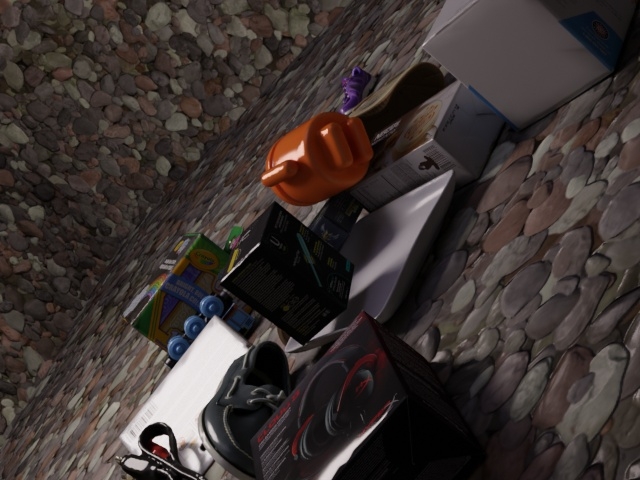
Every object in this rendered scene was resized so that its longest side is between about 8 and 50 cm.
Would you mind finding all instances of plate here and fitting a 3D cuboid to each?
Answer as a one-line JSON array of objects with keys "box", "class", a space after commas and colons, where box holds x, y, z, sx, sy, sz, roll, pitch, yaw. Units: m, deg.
[{"box": [0.082, 0.045, 1.567, 0.277, 0.045, 0.278, -27, 28, 56], "class": "plate"}]

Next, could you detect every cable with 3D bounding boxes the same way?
[{"box": [-0.228, 0.366, 1.643, 0.287, 0.072, 0.139, 6, 49, 46], "class": "cable"}]

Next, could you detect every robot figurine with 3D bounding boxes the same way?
[{"box": [-0.004, -0.128, 1.690, 0.219, 0.128, 0.158, -24, 35, 54], "class": "robot figurine"}]

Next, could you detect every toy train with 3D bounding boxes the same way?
[{"box": [-0.209, 0.182, 1.970, 0.184, 0.105, 0.080, -52, 6, -6], "class": "toy train"}]

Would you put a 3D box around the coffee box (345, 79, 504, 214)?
[{"box": [0.162, -0.136, 1.654, 0.246, 0.098, 0.141, -28, 27, 56], "class": "coffee box"}]

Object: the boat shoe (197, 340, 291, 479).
[{"box": [-0.097, 0.234, 1.508, 0.099, 0.116, 0.319, -52, 9, 13], "class": "boat shoe"}]

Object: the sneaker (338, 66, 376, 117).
[{"box": [0.071, -0.344, 2.466, 0.068, 0.071, 0.170, -37, 21, 43], "class": "sneaker"}]

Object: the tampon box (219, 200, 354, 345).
[{"box": [-0.047, 0.048, 1.538, 0.101, 0.161, 0.120, -43, 17, 29], "class": "tampon box"}]

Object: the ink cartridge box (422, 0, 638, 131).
[{"box": [0.315, -0.342, 1.510, 0.197, 0.198, 0.270, -34, 22, 50], "class": "ink cartridge box"}]

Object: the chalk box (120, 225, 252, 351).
[{"box": [-0.235, 0.098, 2.112, 0.289, 0.179, 0.180, -52, 14, -9], "class": "chalk box"}]

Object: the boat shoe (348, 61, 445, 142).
[{"box": [0.108, -0.224, 2.013, 0.302, 0.109, 0.098, -44, 14, 1], "class": "boat shoe"}]

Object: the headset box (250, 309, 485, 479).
[{"box": [0.035, 0.221, 1.160, 0.218, 0.110, 0.293, -50, 15, 7], "class": "headset box"}]

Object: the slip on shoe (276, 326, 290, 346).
[{"box": [-0.042, 0.111, 1.664, 0.041, 0.051, 0.135, -83, 3, -74], "class": "slip on shoe"}]

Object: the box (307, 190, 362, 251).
[{"box": [0.000, 0.000, 1.771, 0.183, 0.059, 0.233, -54, 3, 24], "class": "box"}]

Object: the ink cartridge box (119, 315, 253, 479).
[{"box": [-0.193, 0.290, 1.771, 0.275, 0.060, 0.239, -52, 40, -4], "class": "ink cartridge box"}]
